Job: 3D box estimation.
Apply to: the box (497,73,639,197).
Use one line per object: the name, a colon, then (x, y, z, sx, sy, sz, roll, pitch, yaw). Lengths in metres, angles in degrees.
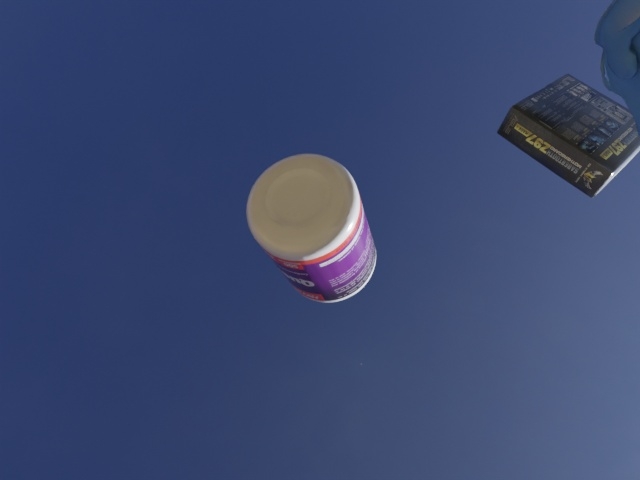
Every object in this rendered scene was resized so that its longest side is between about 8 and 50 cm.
box: (0.431, -0.184, 0.882, 0.183, 0.059, 0.232, 41, -130, 20)

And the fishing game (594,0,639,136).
fishing game: (0.262, -0.101, 0.324, 0.041, 0.189, 0.264, -45, -78, -7)

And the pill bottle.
pill bottle: (0.000, 0.000, 0.942, 0.181, 0.323, 0.182, -5, -115, 11)
